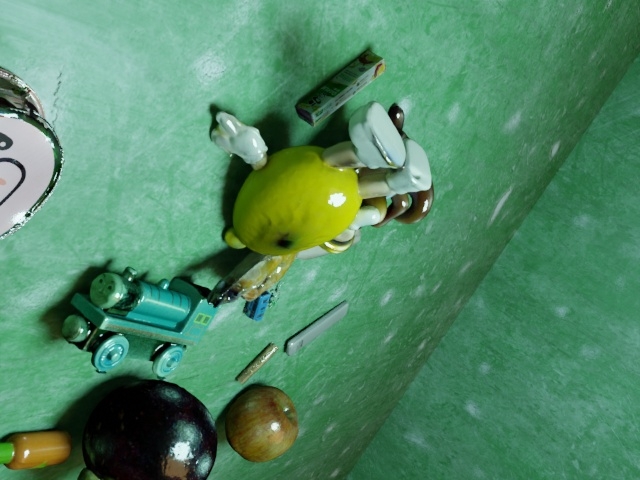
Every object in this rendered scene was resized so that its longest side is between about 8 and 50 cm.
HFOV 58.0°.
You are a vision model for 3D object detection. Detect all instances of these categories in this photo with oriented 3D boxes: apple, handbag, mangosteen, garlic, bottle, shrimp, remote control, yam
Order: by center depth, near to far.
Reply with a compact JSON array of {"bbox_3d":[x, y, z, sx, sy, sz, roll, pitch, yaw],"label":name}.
[{"bbox_3d":[-0.405,-0.097,0.675,0.205,0.116,0.179,-46,151,-7],"label":"handbag"},{"bbox_3d":[-0.564,0.397,1.088,0.069,0.069,0.187,-53,150,5],"label":"bottle"},{"bbox_3d":[-0.359,0.432,1.196,0.288,0.288,0.288,-36,148,-26],"label":"mangosteen"},{"bbox_3d":[-0.141,0.084,1.241,0.317,0.062,0.164,-36,152,-51],"label":"shrimp"},{"bbox_3d":[-0.003,-0.002,1.417,0.267,0.128,0.148,-13,124,-34],"label":"garlic"},{"bbox_3d":[-0.177,0.346,1.625,0.145,0.032,0.032,-44,151,-10],"label":"yam"},{"bbox_3d":[-0.168,0.532,1.681,0.188,0.211,0.211,-29,156,15],"label":"apple"},{"bbox_3d":[-0.010,0.268,1.783,0.261,0.029,0.067,-31,146,-35],"label":"remote control"}]

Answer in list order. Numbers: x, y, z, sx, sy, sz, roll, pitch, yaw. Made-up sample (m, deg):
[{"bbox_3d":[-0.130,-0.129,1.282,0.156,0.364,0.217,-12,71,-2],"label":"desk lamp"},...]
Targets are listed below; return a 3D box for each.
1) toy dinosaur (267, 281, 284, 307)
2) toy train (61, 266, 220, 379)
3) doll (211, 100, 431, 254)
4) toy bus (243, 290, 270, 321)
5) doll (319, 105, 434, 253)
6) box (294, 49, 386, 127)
[{"bbox_3d":[-0.113,0.146,1.490,0.083,0.021,0.062,-44,159,-5],"label":"toy dinosaur"},{"bbox_3d":[-0.332,0.147,1.083,0.194,0.120,0.298,-58,152,-1],"label":"toy train"},{"bbox_3d":[-0.013,-0.105,1.057,0.348,0.424,0.161,75,18,-48],"label":"doll"},{"bbox_3d":[-0.154,0.156,1.415,0.038,0.046,0.083,-16,135,-47],"label":"toy bus"},{"bbox_3d":[0.114,-0.142,1.304,0.340,0.209,0.317,-19,108,-56],"label":"doll"},{"bbox_3d":[0.043,-0.303,1.148,0.207,0.050,0.041,-41,149,-17],"label":"box"}]
